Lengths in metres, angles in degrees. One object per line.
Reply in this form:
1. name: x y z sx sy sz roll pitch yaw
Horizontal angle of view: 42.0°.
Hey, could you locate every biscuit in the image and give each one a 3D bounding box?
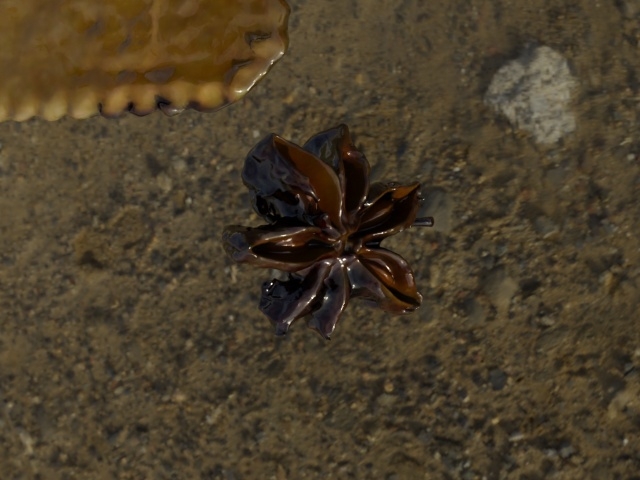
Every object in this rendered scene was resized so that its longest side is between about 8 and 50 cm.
1. biscuit: -0.124 -0.162 0.337 0.236 0.013 0.232 0 87 15

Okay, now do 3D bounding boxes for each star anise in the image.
1. star anise: 0.000 0.000 0.779 0.125 0.190 0.220 -16 134 44
